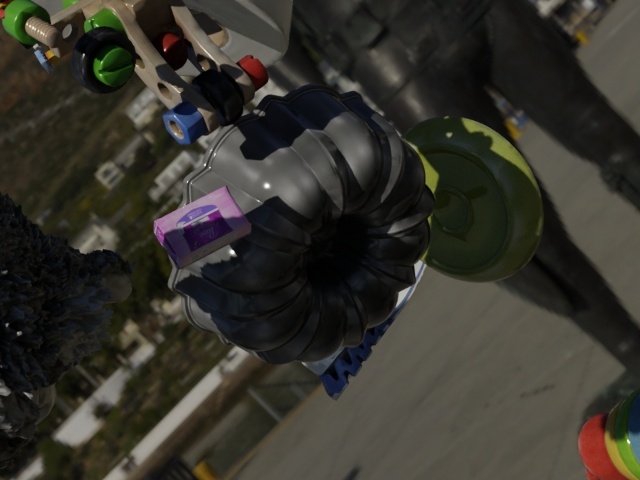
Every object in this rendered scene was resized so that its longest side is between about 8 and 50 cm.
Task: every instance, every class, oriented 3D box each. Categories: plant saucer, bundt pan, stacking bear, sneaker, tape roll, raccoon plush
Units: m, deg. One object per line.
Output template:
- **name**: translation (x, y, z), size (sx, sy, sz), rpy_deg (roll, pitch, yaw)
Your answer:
- **plant saucer**: translation (0.179, -0.045, 1.502), size (0.037, 0.241, 0.241), rpy_deg (-35, -8, -45)
- **bundt pan**: translation (0.000, 0.000, 1.261), size (0.331, 0.124, 0.330), rpy_deg (-23, -51, -32)
- **stacking bear**: translation (0.491, 0.291, 1.656), size (0.289, 0.164, 0.175), rpy_deg (143, 140, -61)
- **sneaker**: translation (0.046, 0.105, 1.995), size (0.315, 0.182, 0.127), rpy_deg (-55, -2, -10)
- **tape roll**: translation (-0.234, -0.342, 1.655), size (0.392, 0.392, 0.072), rpy_deg (134, 144, -74)
- **raccoon plush**: translation (-0.246, -0.028, 0.839), size (0.299, 0.216, 0.446), rpy_deg (-61, -12, -60)

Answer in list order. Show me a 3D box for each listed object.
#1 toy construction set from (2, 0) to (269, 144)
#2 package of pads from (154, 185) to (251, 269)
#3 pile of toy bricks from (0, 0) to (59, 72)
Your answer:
- **toy construction set**: translation (-0.161, -0.274, 1.094), size (0.309, 0.237, 0.257), rpy_deg (-55, -40, -6)
- **package of pads**: translation (-0.111, -0.012, 1.070), size (0.083, 0.050, 0.032), rpy_deg (-28, -17, -21)
- **pile of toy bricks**: translation (-0.467, -0.379, 1.903), size (0.105, 0.118, 0.212), rpy_deg (-34, -28, -1)
